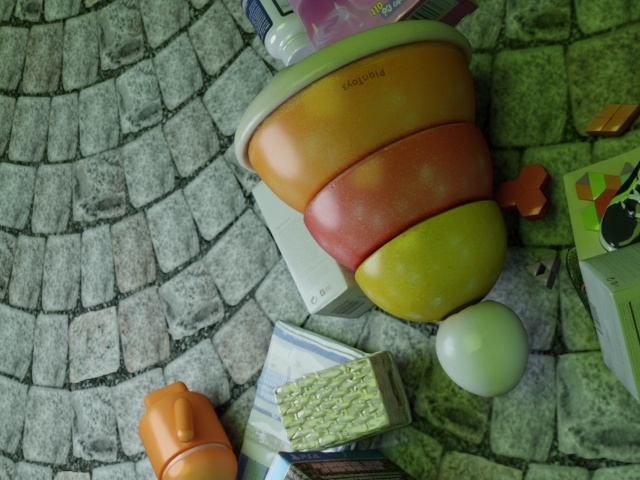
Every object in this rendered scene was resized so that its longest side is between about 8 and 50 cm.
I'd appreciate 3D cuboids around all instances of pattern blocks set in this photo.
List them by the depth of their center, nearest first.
[{"bbox_3d":[0.393,-0.056,1.386,0.324,0.026,0.285,-33,50,17],"label":"pattern blocks set"}]

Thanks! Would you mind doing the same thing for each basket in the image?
[{"bbox_3d":[0.029,0.232,1.566,0.167,0.103,0.113,-21,81,17],"label":"basket"}]

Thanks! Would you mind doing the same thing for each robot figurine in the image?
[{"bbox_3d":[-0.208,0.325,1.741,0.158,0.128,0.219,-55,47,26],"label":"robot figurine"}]

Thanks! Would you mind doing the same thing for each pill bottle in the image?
[{"bbox_3d":[-0.058,-0.348,1.772,0.094,0.094,0.169,-42,60,24],"label":"pill bottle"}]

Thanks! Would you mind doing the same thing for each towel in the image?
[{"bbox_3d":[-0.030,0.278,1.687,0.209,0.034,0.285,20,94,38],"label":"towel"}]

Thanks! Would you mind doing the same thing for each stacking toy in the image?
[{"bbox_3d":[0.123,-0.012,1.459,0.350,0.350,0.480,-32,73,28],"label":"stacking toy"}]

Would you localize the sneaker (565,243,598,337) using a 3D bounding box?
[{"bbox_3d":[0.373,0.091,1.386,0.083,0.087,0.221,-41,61,24],"label":"sneaker"}]

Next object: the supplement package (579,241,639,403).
[{"bbox_3d":[0.434,0.064,1.229,0.244,0.134,0.139,-17,104,2],"label":"supplement package"}]

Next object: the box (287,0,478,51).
[{"bbox_3d":[0.075,-0.380,1.665,0.213,0.117,0.243,-40,61,25],"label":"box"}]

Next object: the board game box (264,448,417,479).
[{"bbox_3d":[0.082,0.410,1.458,0.291,0.232,0.141,31,101,36],"label":"board game box"}]

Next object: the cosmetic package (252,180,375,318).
[{"bbox_3d":[0.000,0.000,1.660,0.085,0.117,0.231,-38,64,26],"label":"cosmetic package"}]

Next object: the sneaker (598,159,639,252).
[{"bbox_3d":[0.400,-0.089,1.314,0.084,0.097,0.235,35,89,43],"label":"sneaker"}]
